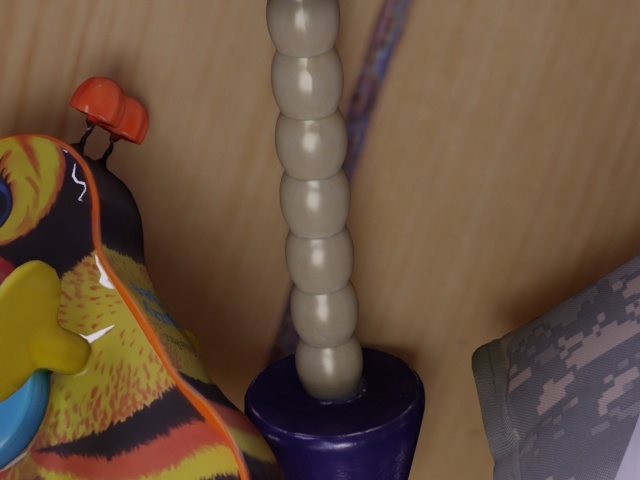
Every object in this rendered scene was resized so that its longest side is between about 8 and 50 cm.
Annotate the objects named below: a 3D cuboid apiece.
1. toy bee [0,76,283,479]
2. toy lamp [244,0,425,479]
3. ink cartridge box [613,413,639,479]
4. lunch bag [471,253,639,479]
[{"bbox_3d":[-0.107,0.023,0.686,0.298,0.195,0.162,41,92,-2],"label":"toy bee"},{"bbox_3d":[0.000,0.000,0.702,0.080,0.080,0.275,-1,119,9],"label":"toy lamp"},{"bbox_3d":[0.246,0.087,0.487,0.285,0.166,0.395,15,109,-8],"label":"ink cartridge box"},{"bbox_3d":[0.231,0.120,0.682,0.235,0.169,0.287,-33,114,16],"label":"lunch bag"}]
